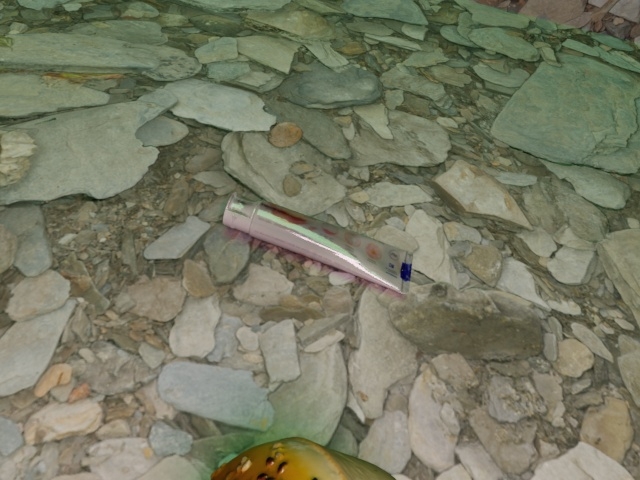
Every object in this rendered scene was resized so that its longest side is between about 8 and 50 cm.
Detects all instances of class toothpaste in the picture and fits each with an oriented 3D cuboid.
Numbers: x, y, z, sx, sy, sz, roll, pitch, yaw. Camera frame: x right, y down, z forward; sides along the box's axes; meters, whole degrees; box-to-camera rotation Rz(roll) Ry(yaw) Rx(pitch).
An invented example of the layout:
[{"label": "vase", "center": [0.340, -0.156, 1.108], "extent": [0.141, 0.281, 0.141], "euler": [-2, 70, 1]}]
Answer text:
[{"label": "toothpaste", "center": [0.000, 0.000, 0.759], "extent": [0.322, 0.066, 0.100], "euler": [20, 44, 0]}]

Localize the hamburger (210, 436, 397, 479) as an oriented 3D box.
[{"label": "hamburger", "center": [-0.031, 0.303, 0.336], "extent": [0.175, 0.300, 0.301], "euler": [18, 45, -23]}]
